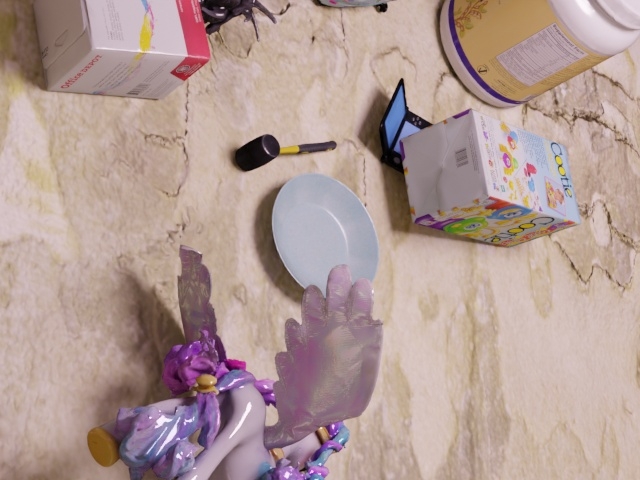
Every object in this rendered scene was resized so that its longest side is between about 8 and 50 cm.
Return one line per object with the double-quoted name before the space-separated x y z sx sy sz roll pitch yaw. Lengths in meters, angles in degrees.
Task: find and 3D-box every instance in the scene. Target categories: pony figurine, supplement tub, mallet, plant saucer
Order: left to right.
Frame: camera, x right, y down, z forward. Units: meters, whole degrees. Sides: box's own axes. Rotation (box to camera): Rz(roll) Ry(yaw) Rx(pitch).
"pony figurine" -0.099 0.208 1.333 0.363 0.303 0.350 -30 125 -47
"mallet" -0.048 -0.128 1.650 0.190 0.062 0.039 -9 79 -57
"plant saucer" 0.000 0.000 1.628 0.195 0.037 0.194 17 61 -34
"supplement tub" 0.392 -0.391 1.925 0.241 0.331 0.241 17 61 -34

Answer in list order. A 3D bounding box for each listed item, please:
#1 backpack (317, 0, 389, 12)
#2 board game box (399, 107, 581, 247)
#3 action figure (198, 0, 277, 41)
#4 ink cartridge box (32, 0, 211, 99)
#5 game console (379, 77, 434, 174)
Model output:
"backpack" 0.062 -0.442 1.819 0.182 0.115 0.151 -23 90 -41
"board game box" 0.270 -0.090 1.794 0.275 0.142 0.144 12 64 -48
"action figure" -0.178 -0.387 1.564 0.276 0.164 0.140 26 61 -23
"ink cartridge box" -0.257 -0.267 1.462 0.176 0.128 0.127 -2 73 -41
"game console" 0.141 -0.175 1.796 0.107 0.071 0.122 30 54 -7
